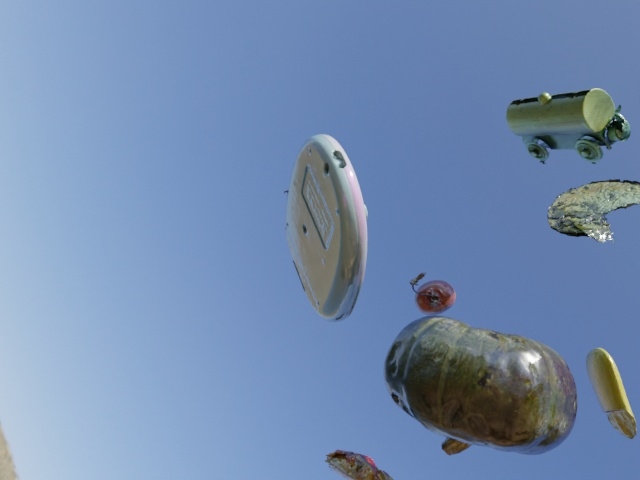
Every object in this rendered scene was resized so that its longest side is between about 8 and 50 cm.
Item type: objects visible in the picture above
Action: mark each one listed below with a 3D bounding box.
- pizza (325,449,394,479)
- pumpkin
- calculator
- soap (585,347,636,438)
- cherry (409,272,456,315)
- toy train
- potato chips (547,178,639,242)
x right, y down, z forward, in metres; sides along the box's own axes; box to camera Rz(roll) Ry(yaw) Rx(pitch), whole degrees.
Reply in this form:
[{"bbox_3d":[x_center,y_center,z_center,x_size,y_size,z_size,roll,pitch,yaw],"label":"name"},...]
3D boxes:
[{"bbox_3d":[0.072,0.454,1.022,0.188,0.062,0.199,12,-27,36],"label":"pizza"},{"bbox_3d":[0.279,0.266,0.847,0.232,0.325,0.241,-160,-96,-80],"label":"pumpkin"},{"bbox_3d":[0.000,0.000,0.634,0.298,0.042,0.185,105,-32,-57],"label":"calculator"},{"bbox_3d":[0.551,0.289,0.971,0.089,0.033,0.168,82,-2,-62],"label":"soap"},{"bbox_3d":[0.288,0.133,1.300,0.107,0.225,0.090,-13,-117,12],"label":"cherry"},{"bbox_3d":[0.594,-0.292,1.240,0.189,0.126,0.307,56,-10,-19],"label":"toy train"},{"bbox_3d":[0.542,-0.063,0.992,0.202,0.220,0.029,14,-48,53],"label":"potato chips"}]
